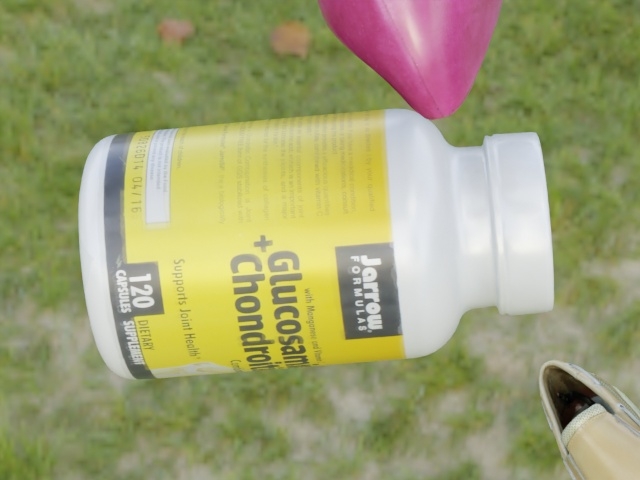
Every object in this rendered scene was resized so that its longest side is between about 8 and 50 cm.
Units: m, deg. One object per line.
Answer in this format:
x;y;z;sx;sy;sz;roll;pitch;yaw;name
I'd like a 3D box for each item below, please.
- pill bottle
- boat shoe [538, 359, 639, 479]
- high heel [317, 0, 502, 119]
0.000;0.000;0.693;0.184;0.103;0.103;-5;37;4;pill bottle
0.166;0.126;0.966;0.068;0.072;0.190;-44;24;3;boat shoe
0.057;-0.122;0.669;0.082;0.117;0.244;-19;7;19;high heel
